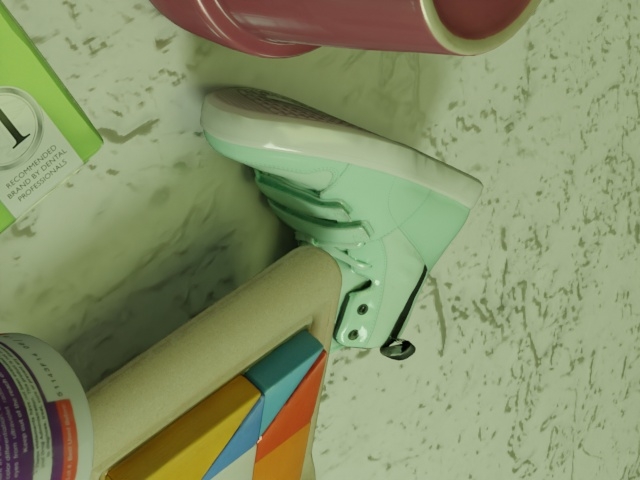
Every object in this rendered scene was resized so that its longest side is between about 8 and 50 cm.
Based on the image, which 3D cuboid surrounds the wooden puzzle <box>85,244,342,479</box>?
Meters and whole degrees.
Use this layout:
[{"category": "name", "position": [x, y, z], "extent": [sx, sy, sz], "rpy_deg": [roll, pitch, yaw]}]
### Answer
[{"category": "wooden puzzle", "position": [-0.071, 0.141, 0.974], "extent": [0.221, 0.044, 0.238], "rpy_deg": [-35, 147, -31]}]

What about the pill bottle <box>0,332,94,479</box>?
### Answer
[{"category": "pill bottle", "position": [-0.213, 0.105, 0.769], "extent": [0.193, 0.108, 0.108], "rpy_deg": [-5, 112, -51]}]

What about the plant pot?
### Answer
[{"category": "plant pot", "position": [0.023, -0.181, 0.850], "extent": [0.201, 0.180, 0.201], "rpy_deg": [-29, 131, -40]}]

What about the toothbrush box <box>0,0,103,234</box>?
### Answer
[{"category": "toothbrush box", "position": [-0.244, -0.083, 0.544], "extent": [0.206, 0.122, 0.283], "rpy_deg": [-42, 130, -9]}]

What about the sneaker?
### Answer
[{"category": "sneaker", "position": [0.001, 0.000, 0.994], "extent": [0.256, 0.094, 0.151], "rpy_deg": [19, 97, -53]}]
